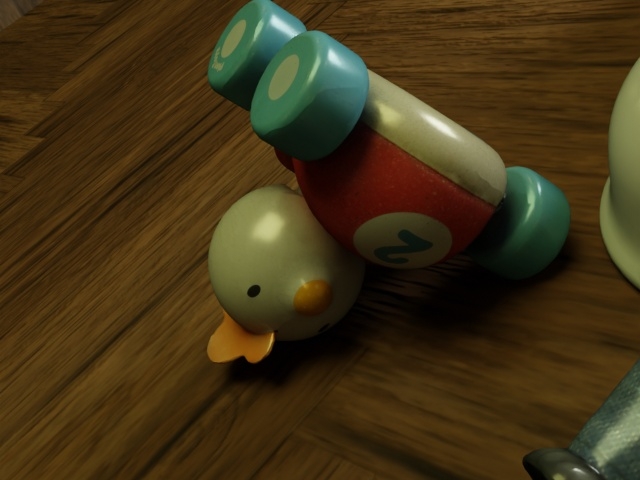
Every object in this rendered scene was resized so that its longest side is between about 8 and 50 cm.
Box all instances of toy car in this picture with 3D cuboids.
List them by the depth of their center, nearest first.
[{"bbox_3d":[0.000,0.000,0.660,0.238,0.219,0.210,-57,29,10],"label":"toy car"}]

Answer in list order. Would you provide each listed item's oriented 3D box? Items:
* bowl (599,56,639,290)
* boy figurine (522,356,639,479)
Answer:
[{"bbox_3d":[0.294,-0.091,0.555,0.298,0.134,0.298,-22,31,14],"label":"bowl"},{"bbox_3d":[0.218,0.038,0.398,0.285,0.177,0.092,-40,-9,-3],"label":"boy figurine"}]
